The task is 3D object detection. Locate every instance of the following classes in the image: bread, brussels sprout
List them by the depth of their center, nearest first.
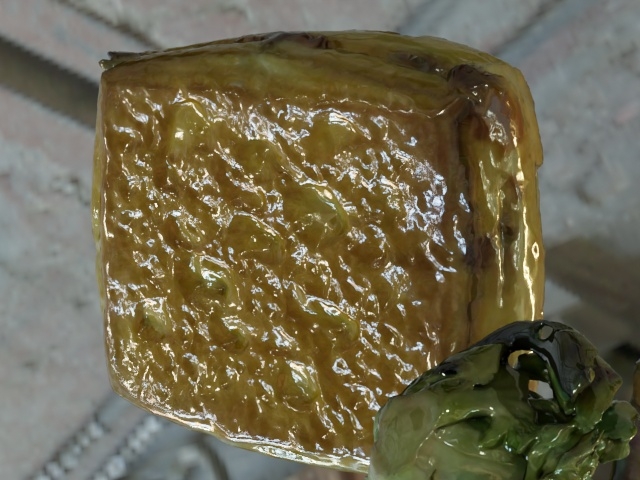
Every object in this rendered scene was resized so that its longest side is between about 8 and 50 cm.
[{"bbox_3d":[0.043,0.055,0.485,0.058,0.085,0.085,37,118,-21],"label":"brussels sprout"},{"bbox_3d":[0.000,0.000,0.952,0.099,0.235,0.211,-26,119,-54],"label":"bread"}]

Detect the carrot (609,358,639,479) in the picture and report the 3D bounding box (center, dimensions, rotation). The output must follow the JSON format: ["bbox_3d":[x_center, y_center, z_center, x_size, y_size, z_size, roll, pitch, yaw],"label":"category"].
[{"bbox_3d":[0.117,0.123,0.614,0.082,0.082,0.173,7,93,-26],"label":"carrot"}]
